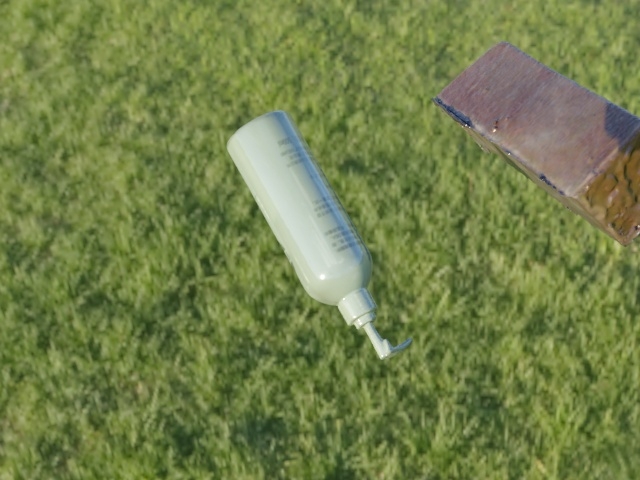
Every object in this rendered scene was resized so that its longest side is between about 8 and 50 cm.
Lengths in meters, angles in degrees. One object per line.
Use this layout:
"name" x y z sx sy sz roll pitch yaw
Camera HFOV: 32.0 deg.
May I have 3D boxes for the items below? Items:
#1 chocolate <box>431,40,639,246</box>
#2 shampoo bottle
"chocolate" 0.246 -0.118 1.199 0.112 0.112 0.321 -49 32 5
"shampoo bottle" 0.000 0.000 0.802 0.056 0.056 0.195 -24 75 -21
